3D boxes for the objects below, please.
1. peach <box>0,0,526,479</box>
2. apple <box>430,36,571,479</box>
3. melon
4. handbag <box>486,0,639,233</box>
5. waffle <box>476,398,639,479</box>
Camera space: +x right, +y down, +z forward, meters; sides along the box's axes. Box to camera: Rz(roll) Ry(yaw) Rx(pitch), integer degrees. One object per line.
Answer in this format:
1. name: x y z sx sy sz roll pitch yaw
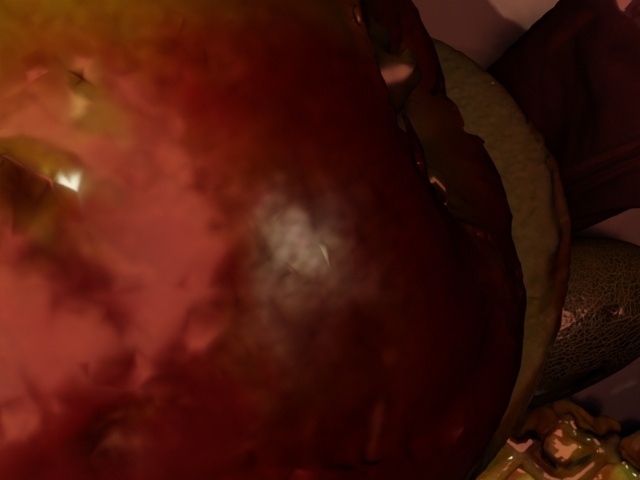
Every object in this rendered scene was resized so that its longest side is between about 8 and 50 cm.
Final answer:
1. peach: -0.141 0.008 0.566 0.417 0.353 0.339 -19 67 19
2. apple: 0.000 0.000 0.795 0.346 0.179 0.254 36 109 27
3. melon: 0.143 0.050 0.855 0.162 0.099 0.099 -22 95 4
4. handbag: 0.193 -0.081 0.778 0.147 0.225 0.135 -20 87 -12
5. waffle: 0.118 0.221 0.900 0.243 0.059 0.237 -6 98 4
